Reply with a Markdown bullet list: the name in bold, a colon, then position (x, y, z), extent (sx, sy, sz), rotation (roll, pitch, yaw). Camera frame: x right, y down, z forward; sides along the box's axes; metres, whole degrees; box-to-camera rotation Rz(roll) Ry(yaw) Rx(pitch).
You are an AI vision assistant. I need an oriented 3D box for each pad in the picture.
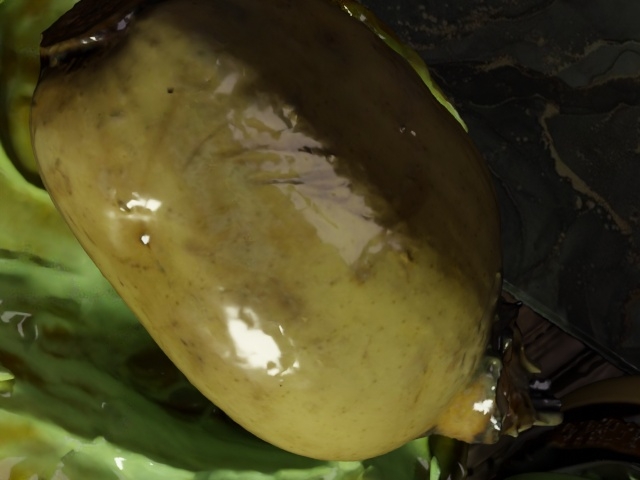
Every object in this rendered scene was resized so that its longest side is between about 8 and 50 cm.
- **pad**: position (0.064, -0.127, 0.948), extent (0.367, 0.007, 0.247), rotation (33, 68, -19)

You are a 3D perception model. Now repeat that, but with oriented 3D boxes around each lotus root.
- **lotus root**: position (0.000, 0.000, 0.637), extent (0.221, 0.118, 0.125), rotation (44, 84, -11)

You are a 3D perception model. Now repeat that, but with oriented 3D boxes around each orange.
- **orange**: position (-0.068, 0.066, 0.739), extent (0.262, 0.196, 0.334), rotation (7, 73, -11)

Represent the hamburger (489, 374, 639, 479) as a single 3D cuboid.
- **hamburger**: position (0.139, 0.135, 0.857), extent (0.175, 0.175, 0.137), rotation (43, 51, -14)
